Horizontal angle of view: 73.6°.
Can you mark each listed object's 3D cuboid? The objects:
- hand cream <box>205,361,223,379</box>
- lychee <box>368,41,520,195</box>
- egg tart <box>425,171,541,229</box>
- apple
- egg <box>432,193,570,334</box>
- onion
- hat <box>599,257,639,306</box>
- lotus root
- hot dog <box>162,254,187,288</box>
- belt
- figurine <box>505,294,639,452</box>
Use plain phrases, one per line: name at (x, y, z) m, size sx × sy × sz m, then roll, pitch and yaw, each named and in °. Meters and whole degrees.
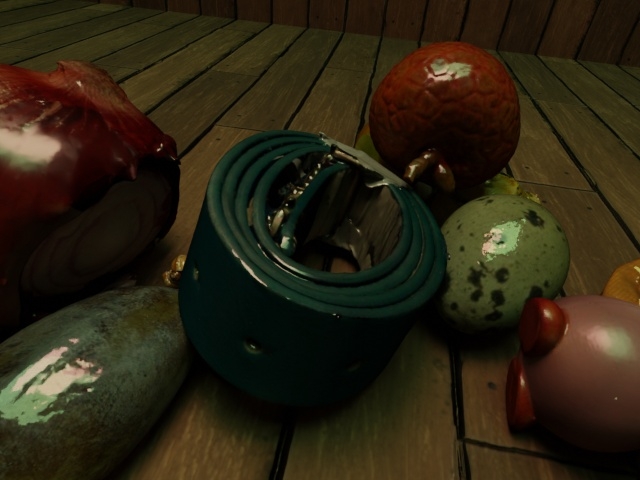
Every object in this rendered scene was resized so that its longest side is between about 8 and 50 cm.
hand cream at (-0.100, 0.096, 0.582) m, size 0.087 × 0.055 × 0.235 m, roll 7°, pitch 29°, yaw -1°
lychee at (0.206, -0.198, 0.710) m, size 0.256 × 0.255 × 0.299 m, roll 10°, pitch 50°, yaw 5°
egg tart at (0.300, -0.070, 0.795) m, size 0.213 × 0.090 × 0.212 m, roll -6°, pitch 37°, yaw 4°
apple at (0.155, -0.191, 0.907) m, size 0.147 × 0.147 × 0.163 m, roll -13°, pitch 39°, yaw -25°
egg at (0.240, 0.036, 0.597) m, size 0.177 × 0.177 × 0.228 m, roll 29°, pitch 58°, yaw 28°
onion at (-0.352, -0.062, 0.535) m, size 0.342 × 0.341 × 0.341 m, roll 4°, pitch 37°, yaw -3°
hat at (0.441, 0.124, 0.555) m, size 0.233 × 0.244 × 0.233 m, roll -26°, pitch 5°, yaw 8°
lotus root at (-0.221, 0.126, 0.445) m, size 0.158 × 0.139 × 0.322 m, roll 20°, pitch 37°, yaw 19°
hot dog at (-0.170, 0.045, 0.599) m, size 0.041 × 0.056 × 0.133 m, roll 37°, pitch 6°, yaw 11°
belt at (-0.001, 0.001, 0.567) m, size 0.301 × 0.173 × 0.436 m, roll 25°, pitch 34°, yaw -3°
figurine at (0.304, 0.143, 0.466) m, size 0.174 × 0.173 × 0.173 m, roll 4°, pitch 37°, yaw -3°
